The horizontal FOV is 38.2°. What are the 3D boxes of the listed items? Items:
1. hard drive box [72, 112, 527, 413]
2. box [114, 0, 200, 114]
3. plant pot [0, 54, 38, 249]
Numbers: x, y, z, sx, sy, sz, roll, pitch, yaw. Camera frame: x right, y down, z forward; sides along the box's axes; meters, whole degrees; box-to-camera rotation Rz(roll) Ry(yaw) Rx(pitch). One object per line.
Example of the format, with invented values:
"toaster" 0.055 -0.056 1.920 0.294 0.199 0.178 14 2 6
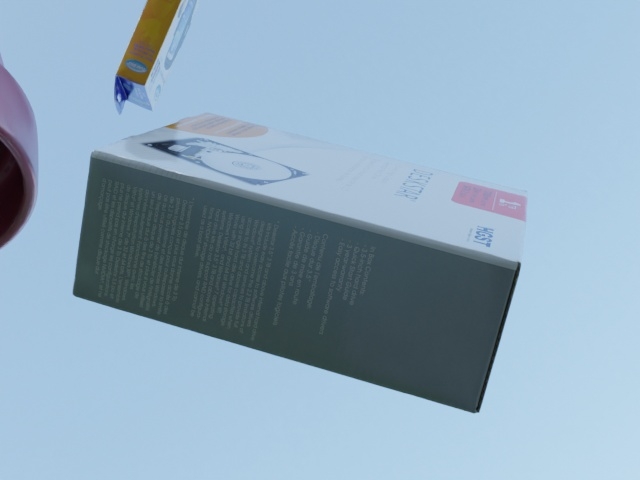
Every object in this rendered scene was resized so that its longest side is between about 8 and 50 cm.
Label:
"hard drive box" 0.000 0.000 0.560 0.232 0.181 0.089 15 -73 8
"box" -0.126 -0.162 0.726 0.028 0.081 0.136 20 -97 -3
"plant pot" -0.285 -0.099 0.585 0.201 0.180 0.201 -9 -34 -6
